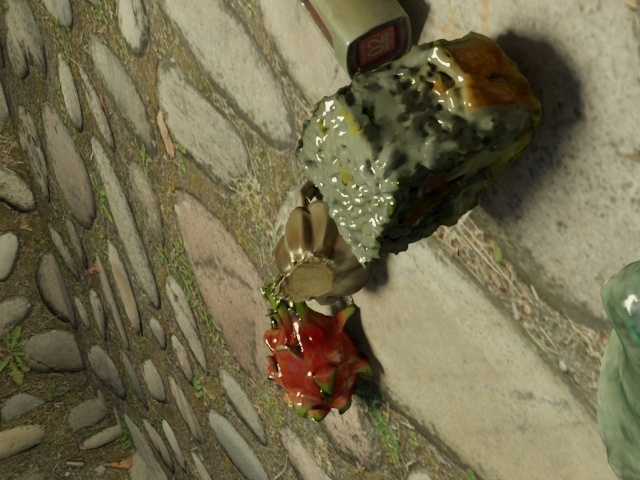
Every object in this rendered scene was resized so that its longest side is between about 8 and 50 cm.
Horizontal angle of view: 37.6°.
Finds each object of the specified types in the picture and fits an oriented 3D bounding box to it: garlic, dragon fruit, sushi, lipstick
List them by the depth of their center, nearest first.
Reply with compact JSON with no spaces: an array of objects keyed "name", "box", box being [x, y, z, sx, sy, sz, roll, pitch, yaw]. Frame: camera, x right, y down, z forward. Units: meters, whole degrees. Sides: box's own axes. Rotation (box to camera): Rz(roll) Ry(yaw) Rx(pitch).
[{"name":"sushi","box":[0.083,-0.079,0.880,0.139,0.184,0.274,59,155,18]},{"name":"lipstick","box":[0.000,-0.288,0.982,0.253,0.077,0.079,60,173,23]},{"name":"garlic","box":[0.000,0.000,1.217,0.194,0.127,0.131,-104,29,-52]},{"name":"dragon fruit","box":[-0.011,0.141,1.313,0.135,0.137,0.236,13,120,56]}]

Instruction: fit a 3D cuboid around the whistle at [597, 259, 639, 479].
[{"name":"whistle","box":[0.335,0.173,0.604,0.405,0.188,0.168,65,154,3]}]
